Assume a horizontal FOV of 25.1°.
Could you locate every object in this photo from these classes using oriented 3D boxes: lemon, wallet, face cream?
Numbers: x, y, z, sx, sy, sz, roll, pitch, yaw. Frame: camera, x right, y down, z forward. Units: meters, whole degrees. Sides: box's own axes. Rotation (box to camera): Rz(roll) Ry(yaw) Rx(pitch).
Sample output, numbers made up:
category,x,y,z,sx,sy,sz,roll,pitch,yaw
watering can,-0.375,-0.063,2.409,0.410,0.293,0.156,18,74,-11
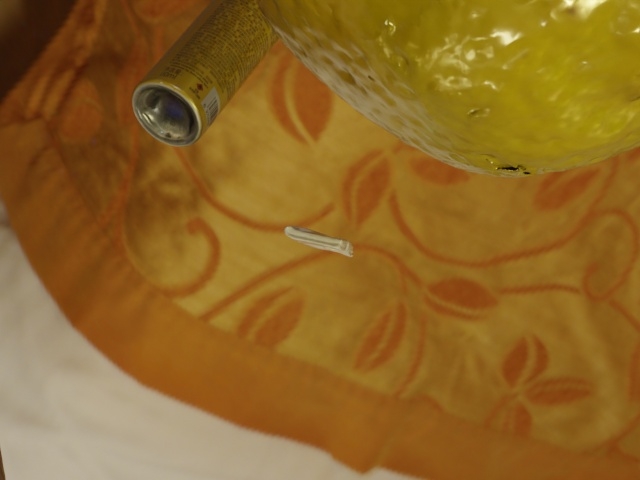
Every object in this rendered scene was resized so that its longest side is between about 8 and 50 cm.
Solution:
category,x,y,z,sx,sy,sz,roll,pitch,yaw
lemon,0.100,-0.199,0.790,0.336,0.336,0.336,-13,129,-17
wallet,0.000,0.000,1.025,0.044,0.083,0.011,15,87,8
face cream,-0.121,-0.266,1.901,0.349,0.105,0.105,-57,147,-40

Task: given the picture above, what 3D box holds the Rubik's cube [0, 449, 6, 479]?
category,x,y,z,sx,sy,sz,roll,pitch,yaw
Rubik's cube,-0.281,0.152,0.605,0.254,0.259,0.260,6,113,-21
